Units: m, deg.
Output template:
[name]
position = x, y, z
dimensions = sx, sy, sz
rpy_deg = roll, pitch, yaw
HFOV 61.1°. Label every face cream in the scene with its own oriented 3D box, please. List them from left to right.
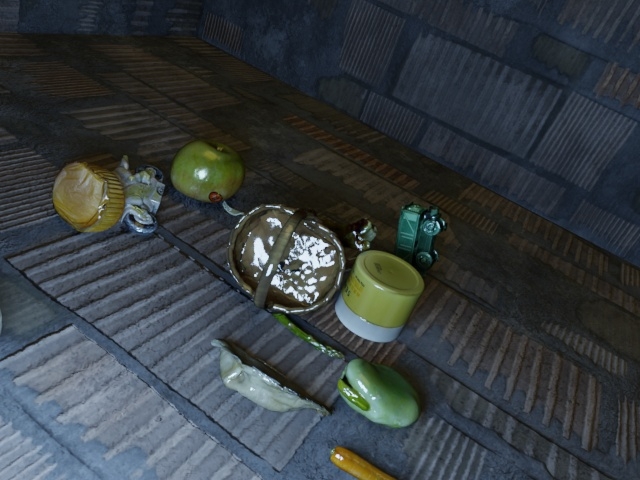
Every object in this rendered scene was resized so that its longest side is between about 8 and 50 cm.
[face cream]
position = 0.174, 0.161, 1.607
dimensions = 0.218, 0.179, 0.218
rpy_deg = 17, 29, -10

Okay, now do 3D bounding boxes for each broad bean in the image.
[broad bean]
position = 0.146, 0.371, 1.320
dimensions = 0.227, 0.100, 0.169
rpy_deg = 12, 37, -21

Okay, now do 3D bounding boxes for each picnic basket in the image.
[picnic basket]
position = -0.098, 0.049, 1.444
dimensions = 0.337, 0.293, 0.337
rpy_deg = 24, 0, 0

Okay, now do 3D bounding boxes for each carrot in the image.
[carrot]
position = 0.129, 0.503, 1.137
dimensions = 0.247, 0.043, 0.043
rpy_deg = 28, 29, 6

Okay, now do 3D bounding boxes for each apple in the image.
[apple]
position = -0.393, -0.246, 1.891
dimensions = 0.260, 0.194, 0.261
rpy_deg = 21, 22, -9

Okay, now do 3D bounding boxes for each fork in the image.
[fork]
position = -0.242, -0.080, 1.899
dimensions = 0.219, 0.028, 0.034
rpy_deg = 24, 21, -6

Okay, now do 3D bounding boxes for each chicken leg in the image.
[chicken leg]
position = -0.013, 0.009, 1.671
dimensions = 0.361, 0.212, 0.140
rpy_deg = 13, 1, 40

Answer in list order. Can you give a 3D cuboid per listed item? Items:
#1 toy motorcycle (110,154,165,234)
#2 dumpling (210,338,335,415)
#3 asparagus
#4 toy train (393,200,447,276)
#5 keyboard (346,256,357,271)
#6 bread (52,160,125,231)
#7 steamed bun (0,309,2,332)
[toy motorcycle]
position = -0.597, -0.150, 1.674
dimensions = 0.222, 0.108, 0.341
rpy_deg = 18, 35, -20
[dumpling]
position = -0.127, 0.326, 1.214
dimensions = 0.332, 0.086, 0.166
rpy_deg = 27, -4, 9
[asparagus]
position = -0.038, 0.255, 1.457
dimensions = 0.236, 0.027, 0.034
rpy_deg = 31, 40, 17
[toy train]
position = 0.356, -0.004, 1.946
dimensions = 0.154, 0.270, 0.115
rpy_deg = 19, 26, 28
[keyboard]
position = 0.103, 0.083, 1.861
dimensions = 0.166, 0.017, 0.055
rpy_deg = -11, 44, -45
[bread]
position = -0.643, -0.120, 1.517
dimensions = 0.199, 0.199, 0.104
rpy_deg = 32, 11, 17
[steamed bun]
position = -0.707, 0.169, 1.024
dimensions = 0.177, 0.131, 0.228
rpy_deg = 15, 26, -35
